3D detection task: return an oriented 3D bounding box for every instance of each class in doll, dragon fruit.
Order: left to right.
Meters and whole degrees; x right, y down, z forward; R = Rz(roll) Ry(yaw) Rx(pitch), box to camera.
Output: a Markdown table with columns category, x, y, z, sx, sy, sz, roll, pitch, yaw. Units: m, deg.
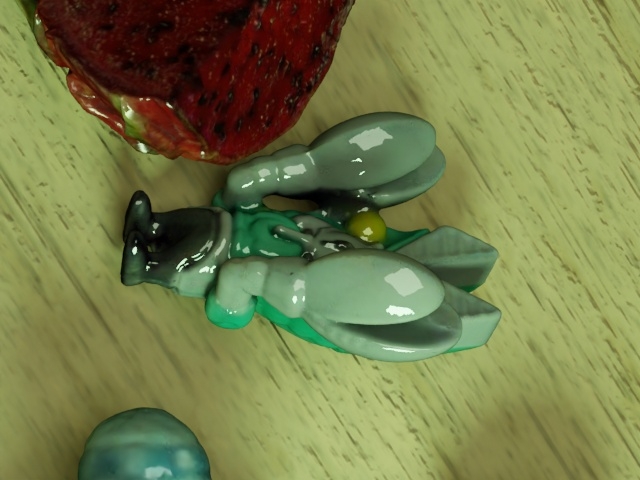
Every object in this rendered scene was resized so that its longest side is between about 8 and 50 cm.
| category | x | y | z | sx | sy | sz | roll | pitch | yaw |
| --- | --- | --- | --- | --- | --- | --- | --- | --- | --- |
| dragon fruit | -0.092 | -0.166 | 1.354 | 0.205 | 0.152 | 0.317 | 19 | 56 | 24 |
| doll | 0.006 | 0.017 | 1.353 | 0.258 | 0.153 | 0.195 | -14 | 62 | -25 |

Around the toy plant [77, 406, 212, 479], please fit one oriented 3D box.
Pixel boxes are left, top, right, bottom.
| category | x | y | z | sx | sy | sz | roll | pitch | yaw |
| --- | --- | --- | --- | --- | --- | --- | --- | --- | --- |
| toy plant | -0.100 | 0.272 | 1.270 | 0.247 | 0.247 | 0.332 | 0 | 78 | -21 |
